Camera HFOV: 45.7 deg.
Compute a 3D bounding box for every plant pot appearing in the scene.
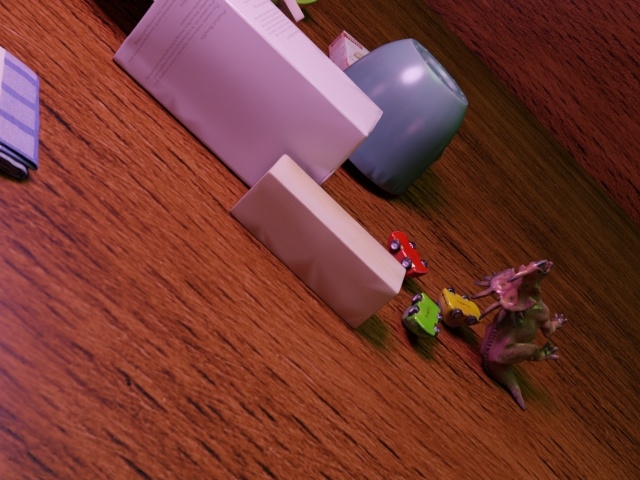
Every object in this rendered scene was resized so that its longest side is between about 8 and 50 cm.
[{"bbox_3d":[0.167,-0.281,1.614,0.293,0.235,0.293,40,24,-22],"label":"plant pot"}]

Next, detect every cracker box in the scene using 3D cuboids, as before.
[{"bbox_3d":[0.101,-0.410,1.898,0.156,0.067,0.232,33,30,-26],"label":"cracker box"}]

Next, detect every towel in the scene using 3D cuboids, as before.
[{"bbox_3d":[-0.442,-0.207,0.860,0.285,0.034,0.209,38,26,-43],"label":"towel"}]

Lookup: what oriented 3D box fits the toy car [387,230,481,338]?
[{"bbox_3d":[0.184,0.110,1.359,0.239,0.053,0.225,44,28,-6],"label":"toy car"}]

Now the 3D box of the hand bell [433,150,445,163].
[{"bbox_3d":[0.257,-0.261,1.922,0.126,0.126,0.242,47,15,-2],"label":"hand bell"}]

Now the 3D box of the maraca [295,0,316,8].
[{"bbox_3d":[-0.087,-0.633,1.900,0.186,0.099,0.127,-8,54,-27],"label":"maraca"}]

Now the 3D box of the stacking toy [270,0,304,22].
[{"bbox_3d":[-0.187,-0.595,1.670,0.309,0.130,0.279,47,-11,50],"label":"stacking toy"}]

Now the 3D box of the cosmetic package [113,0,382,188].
[{"bbox_3d":[-0.111,-0.251,1.241,0.385,0.217,0.156,44,28,-10],"label":"cosmetic package"}]

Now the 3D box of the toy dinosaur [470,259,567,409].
[{"bbox_3d":[0.347,0.162,1.392,0.127,0.295,0.200,19,11,40],"label":"toy dinosaur"}]

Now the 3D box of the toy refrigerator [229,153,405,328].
[{"bbox_3d":[0.000,0.000,1.189,0.269,0.102,0.094,43,28,-7],"label":"toy refrigerator"}]
